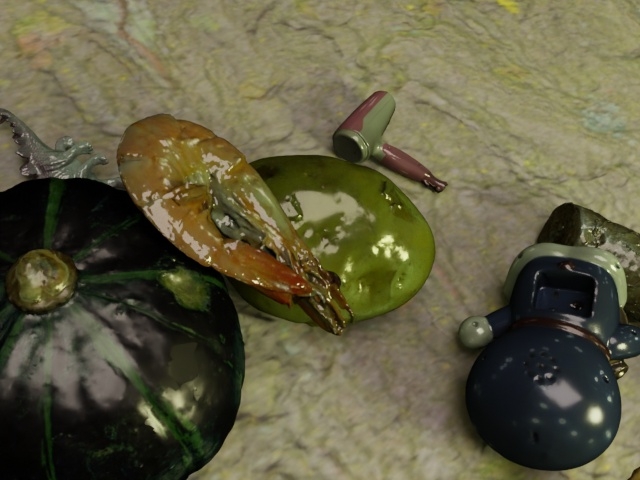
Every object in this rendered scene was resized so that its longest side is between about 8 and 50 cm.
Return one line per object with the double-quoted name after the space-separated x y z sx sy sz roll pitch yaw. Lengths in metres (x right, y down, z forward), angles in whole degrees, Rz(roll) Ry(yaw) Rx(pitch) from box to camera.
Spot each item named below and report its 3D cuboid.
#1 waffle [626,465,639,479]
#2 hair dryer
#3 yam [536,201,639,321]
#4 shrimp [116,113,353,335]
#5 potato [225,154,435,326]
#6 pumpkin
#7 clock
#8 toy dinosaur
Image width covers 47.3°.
0.314 0.364 0.669 0.247 0.055 0.221 -37 53 -16 "waffle"
0.098 -0.113 0.941 0.154 0.054 0.106 42 56 -2 "hair dryer"
0.363 0.029 0.901 0.183 0.107 0.107 29 60 4 "yam"
-0.073 -0.009 0.656 0.267 0.061 0.145 48 31 -6 "shrimp"
0.000 0.000 0.795 0.253 0.148 0.186 19 88 -11 "potato"
-0.219 0.086 0.640 0.314 0.238 0.316 4 64 -7 "pumpkin"
0.245 0.127 0.793 0.199 0.147 0.243 11 55 19 "clock"
-0.299 -0.089 0.821 0.209 0.039 0.082 39 62 8 "toy dinosaur"
